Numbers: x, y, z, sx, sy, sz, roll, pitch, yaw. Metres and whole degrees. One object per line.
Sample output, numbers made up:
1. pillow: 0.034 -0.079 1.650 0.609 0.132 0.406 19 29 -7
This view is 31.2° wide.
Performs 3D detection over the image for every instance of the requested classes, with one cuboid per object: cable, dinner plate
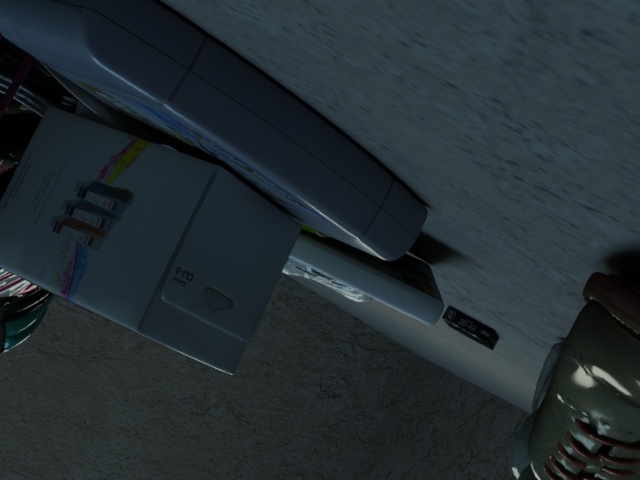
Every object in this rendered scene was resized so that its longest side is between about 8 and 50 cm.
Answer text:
1. cable: -0.283 -0.132 1.151 0.287 0.072 0.139 19 -149 -20
2. dinner plate: -0.168 -0.128 0.879 0.141 0.017 0.141 41 -167 -12

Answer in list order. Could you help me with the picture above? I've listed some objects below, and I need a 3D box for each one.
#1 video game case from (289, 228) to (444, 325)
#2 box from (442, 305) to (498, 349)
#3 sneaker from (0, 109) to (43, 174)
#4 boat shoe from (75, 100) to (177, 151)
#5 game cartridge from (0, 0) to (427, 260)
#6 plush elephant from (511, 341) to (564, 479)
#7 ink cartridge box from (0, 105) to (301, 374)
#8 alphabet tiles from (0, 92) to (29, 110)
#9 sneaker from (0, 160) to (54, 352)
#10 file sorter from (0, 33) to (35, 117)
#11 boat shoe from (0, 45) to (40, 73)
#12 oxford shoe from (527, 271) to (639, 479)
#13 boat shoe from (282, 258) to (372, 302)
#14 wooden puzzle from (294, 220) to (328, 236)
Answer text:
1. video game case: 0.000 0.000 1.034 0.227 0.026 0.206 26 -172 -1
2. box: 0.193 0.114 1.474 0.067 0.018 0.083 29 175 18
3. sneaker: -0.336 -0.125 1.409 0.135 0.098 0.276 -8 172 40
4. boat shoe: -0.151 -0.087 1.031 0.227 0.081 0.079 26 174 44
5. game cartridge: -0.069 -0.081 0.770 0.297 0.062 0.198 33 179 -38
6. plush elephant: 0.279 0.235 1.055 0.329 0.272 0.255 -4 125 15
7. ink cartridge box: -0.131 0.000 0.843 0.176 0.127 0.128 22 172 33
8. alphabet tiles: -0.373 -0.161 1.284 0.198 0.009 0.237 7 -171 0
9. sneaker: -0.308 0.026 0.942 0.124 0.178 0.295 51 -144 16
10. file sorter: -0.374 -0.172 0.876 0.202 0.182 0.291 28 176 10
11. boat shoe: -0.409 -0.190 1.476 0.102 0.092 0.285 28 175 32
12. oxford shoe: 0.189 0.107 0.683 0.123 0.130 0.348 29 176 16
13. boat shoe: -0.007 0.025 1.530 0.184 0.066 0.063 31 162 17
14. wooden puzzle: 0.006 -0.013 0.934 0.116 0.014 0.078 4 -166 -25
